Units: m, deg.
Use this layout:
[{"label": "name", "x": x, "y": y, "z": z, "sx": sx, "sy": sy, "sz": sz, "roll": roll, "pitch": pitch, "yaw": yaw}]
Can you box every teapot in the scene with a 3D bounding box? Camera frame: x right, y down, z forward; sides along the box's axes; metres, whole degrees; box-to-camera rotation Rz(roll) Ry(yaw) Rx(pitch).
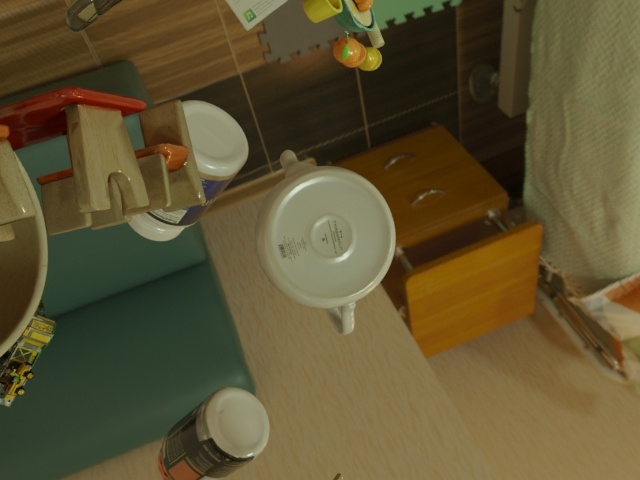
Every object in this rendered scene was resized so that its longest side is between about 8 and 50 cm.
[{"label": "teapot", "x": 0.000, "y": 0.000, "z": 1.051, "sx": 0.252, "sy": 0.187, "sz": 0.256, "roll": 28, "pitch": 82, "yaw": -10}]

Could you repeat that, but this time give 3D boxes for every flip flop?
[{"label": "flip flop", "x": -0.408, "y": -0.460, "z": 1.105, "sx": 0.112, "sy": 0.277, "sz": 0.080, "roll": -27, "pitch": 121, "yaw": 19}]

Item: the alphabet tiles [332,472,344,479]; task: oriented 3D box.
[{"label": "alphabet tiles", "x": -0.010, "y": 0.391, "z": 0.599, "sx": 0.237, "sy": 0.009, "sz": 0.198, "roll": -41, "pitch": 119, "yaw": -46}]

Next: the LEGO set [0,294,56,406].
[{"label": "LEGO set", "x": -0.710, "y": 0.192, "z": 1.267, "sx": 0.192, "sy": 0.331, "sz": 0.255, "roll": 31, "pitch": 94, "yaw": -33}]

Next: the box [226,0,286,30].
[{"label": "box", "x": -0.140, "y": -0.597, "z": 1.126, "sx": 0.232, "sy": 0.058, "sz": 0.322, "roll": -29, "pitch": 114, "yaw": 19}]

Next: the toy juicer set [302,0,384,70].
[{"label": "toy juicer set", "x": 0.096, "y": -0.493, "z": 1.356, "sx": 0.089, "sy": 0.329, "sz": 0.209, "roll": -23, "pitch": 107, "yaw": 33}]

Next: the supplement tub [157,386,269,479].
[{"label": "supplement tub", "x": -0.174, "y": 0.318, "z": 0.950, "sx": 0.117, "sy": 0.117, "sz": 0.190, "roll": 14, "pitch": 138, "yaw": -36}]

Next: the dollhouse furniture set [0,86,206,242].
[{"label": "dollhouse furniture set", "x": -0.248, "y": -0.064, "z": 0.419, "sx": 0.259, "sy": 0.135, "sz": 0.262, "roll": -12, "pitch": -178, "yaw": 17}]

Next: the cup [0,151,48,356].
[{"label": "cup", "x": -0.444, "y": 0.009, "z": 0.501, "sx": 0.237, "sy": 0.331, "sz": 0.331, "roll": -27, "pitch": 139, "yaw": 22}]

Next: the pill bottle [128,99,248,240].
[{"label": "pill bottle", "x": -0.255, "y": -0.116, "z": 1.101, "sx": 0.153, "sy": 0.153, "sz": 0.264, "roll": 11, "pitch": 144, "yaw": -34}]
